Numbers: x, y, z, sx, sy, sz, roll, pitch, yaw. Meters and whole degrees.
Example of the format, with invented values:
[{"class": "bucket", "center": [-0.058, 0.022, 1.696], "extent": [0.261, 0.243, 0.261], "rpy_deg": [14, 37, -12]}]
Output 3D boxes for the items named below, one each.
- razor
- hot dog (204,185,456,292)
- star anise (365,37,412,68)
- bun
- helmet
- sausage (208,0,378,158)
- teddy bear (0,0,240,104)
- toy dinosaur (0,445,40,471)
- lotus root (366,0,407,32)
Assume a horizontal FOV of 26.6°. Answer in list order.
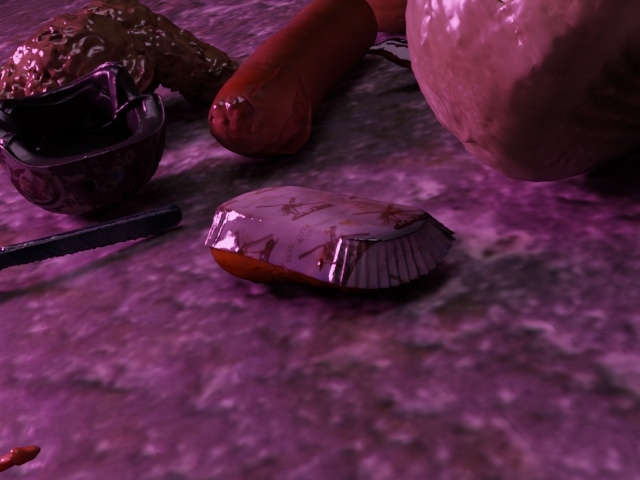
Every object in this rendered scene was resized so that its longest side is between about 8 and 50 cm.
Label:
[{"class": "razor", "center": [-0.203, 0.004, 1.102], "extent": [0.190, 0.033, 0.066], "rpy_deg": [-20, 20, -17]}, {"class": "hot dog", "center": [0.000, 0.000, 0.931], "extent": [0.108, 0.059, 0.191], "rpy_deg": [-26, 24, -36]}, {"class": "star anise", "center": [0.132, -0.196, 1.389], "extent": [0.157, 0.054, 0.212], "rpy_deg": [-6, 23, 21]}, {"class": "bun", "center": [0.210, -0.217, 0.971], "extent": [0.352, 0.227, 0.349], "rpy_deg": [-46, -18, 18]}, {"class": "helmet", "center": [-0.218, -0.077, 1.238], "extent": [0.153, 0.107, 0.177], "rpy_deg": [-19, 38, -21]}, {"class": "sausage", "center": [-0.021, -0.172, 1.379], "extent": [0.094, 0.094, 0.419], "rpy_deg": [-39, 9, 25]}, {"class": "teddy bear", "center": [-0.240, -0.186, 1.480], "extent": [0.267, 0.156, 0.256], "rpy_deg": [-8, 22, 15]}, {"class": "toy dinosaur", "center": [-0.287, 0.147, 0.727], "extent": [0.279, 0.055, 0.101], "rpy_deg": [-11, -3, 18]}, {"class": "lotus root", "center": [0.124, -0.336, 1.616], "extent": [0.310, 0.183, 0.183], "rpy_deg": [5, 27, 40]}]
